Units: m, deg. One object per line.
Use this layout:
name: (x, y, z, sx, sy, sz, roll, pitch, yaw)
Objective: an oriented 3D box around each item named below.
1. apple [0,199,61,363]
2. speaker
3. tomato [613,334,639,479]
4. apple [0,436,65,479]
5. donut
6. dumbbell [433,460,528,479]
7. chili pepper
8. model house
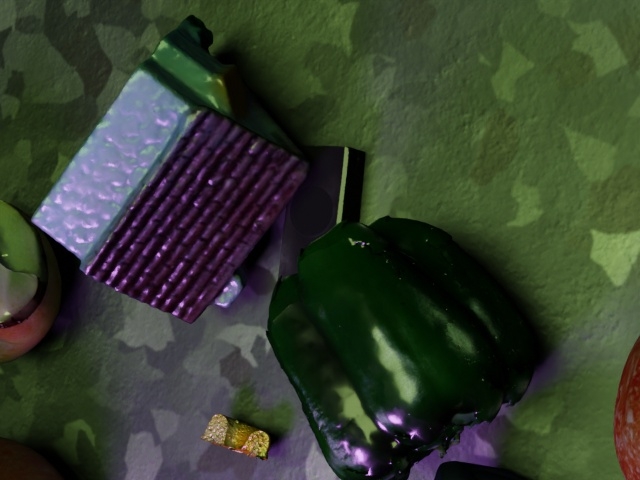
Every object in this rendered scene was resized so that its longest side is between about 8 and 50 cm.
apple: (-0.432, 0.055, 1.699, 0.207, 0.174, 0.188, -25, 54, 29)
speaker: (0.000, 0.000, 1.514, 0.082, 0.044, 0.218, 5, 88, 31)
tomato: (0.399, 0.167, 1.157, 0.270, 0.222, 0.270, -5, 68, 11)
apple: (-0.441, 0.373, 1.638, 0.257, 0.234, 0.256, -4, 81, 28)
donut: (-0.094, 0.233, 1.540, 0.083, 0.067, 0.037, -5, 62, 64)
dumbbell: (0.144, 0.394, 1.336, 0.144, 0.156, 0.316, 18, 96, 1)
chili pepper: (0.074, 0.112, 1.348, 0.248, 0.233, 0.256, -41, 74, 11)
model house: (-0.146, -0.075, 1.536, 0.249, 0.230, 0.280, 37, 111, -7)
